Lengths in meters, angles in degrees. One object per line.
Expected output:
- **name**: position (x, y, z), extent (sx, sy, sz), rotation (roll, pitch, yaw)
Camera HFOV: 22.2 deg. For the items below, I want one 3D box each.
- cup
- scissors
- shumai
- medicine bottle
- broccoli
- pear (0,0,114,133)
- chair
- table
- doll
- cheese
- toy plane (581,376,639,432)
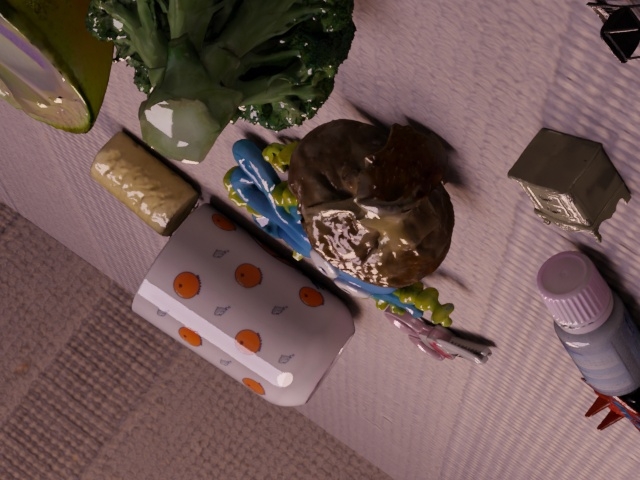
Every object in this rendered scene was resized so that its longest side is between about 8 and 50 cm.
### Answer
- **cup**: position (-0.115, 0.116, 2.610), extent (0.317, 0.212, 0.212), rotation (35, 166, 5)
- **scissors**: position (0.178, 0.146, 2.371), extent (0.118, 0.030, 0.242), rotation (43, 169, -22)
- **shumai**: position (0.064, -0.044, 1.790), extent (0.209, 0.161, 0.153), rotation (57, 167, -5)
- **medicine bottle**: position (0.301, 0.091, 1.795), extent (0.083, 0.083, 0.203), rotation (25, 161, 39)
- **broccoli**: position (-0.100, -0.191, 1.507), extent (0.270, 0.270, 0.270), rotation (10, 137, 9)
- **pear**: position (-0.385, -0.308, 1.994), extent (0.399, 0.165, 0.399), rotation (33, 164, 10)
- **chair**: position (0.230, -0.160, 1.248), extent (0.037, 0.042, 0.086), rotation (48, 162, -24)
- **table**: position (0.236, -0.051, 1.540), extent (0.079, 0.062, 0.083), rotation (23, 160, 47)
- **doll**: position (0.000, 0.000, 2.198), extent (0.346, 0.099, 0.341), rotation (48, 161, -29)
- **cheese**: position (-0.282, -0.091, 2.610), extent (0.167, 0.094, 0.123), rotation (40, 176, 6)
- **toy plane**: position (0.402, 0.214, 1.993), extent (0.189, 0.061, 0.130), rotation (10, 149, 53)
